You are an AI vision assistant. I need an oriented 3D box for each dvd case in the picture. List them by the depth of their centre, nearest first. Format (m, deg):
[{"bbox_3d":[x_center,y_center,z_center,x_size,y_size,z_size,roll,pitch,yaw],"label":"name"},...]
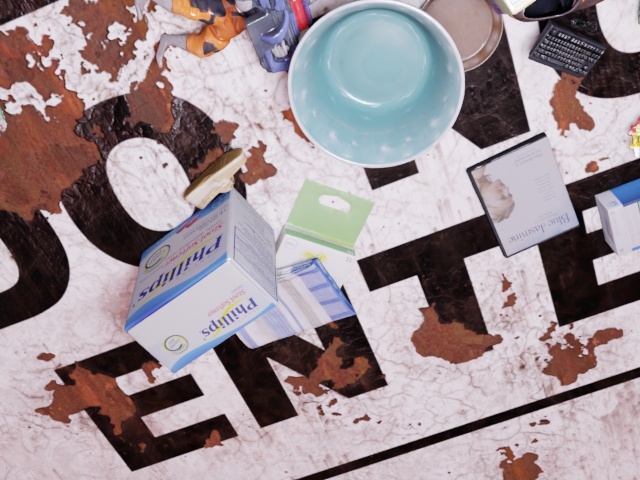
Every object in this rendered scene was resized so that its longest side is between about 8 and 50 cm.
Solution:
[{"bbox_3d":[0.445,-0.092,1.589,0.180,0.022,0.253,-26,120,10],"label":"dvd case"}]

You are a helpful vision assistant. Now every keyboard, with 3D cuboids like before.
[{"bbox_3d":[0.480,-0.372,1.385,0.180,0.023,0.108,5,125,-38],"label":"keyboard"}]

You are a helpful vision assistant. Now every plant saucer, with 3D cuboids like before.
[{"bbox_3d":[0.261,-0.405,1.384,0.168,0.029,0.168,-2,121,-3],"label":"plant saucer"}]

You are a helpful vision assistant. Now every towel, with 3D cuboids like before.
[{"bbox_3d":[-0.089,0.149,1.637,0.285,0.034,0.209,-19,130,18],"label":"towel"}]

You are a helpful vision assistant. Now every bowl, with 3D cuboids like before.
[{"bbox_3d":[0.103,-0.308,1.334,0.311,0.163,0.312,3,124,5],"label":"bowl"}]

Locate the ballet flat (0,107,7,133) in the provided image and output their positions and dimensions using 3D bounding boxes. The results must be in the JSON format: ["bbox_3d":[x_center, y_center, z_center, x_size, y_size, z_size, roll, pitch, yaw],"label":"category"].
[{"bbox_3d":[-0.720,-0.240,1.379,0.241,0.091,0.077,1,90,-10],"label":"ballet flat"}]

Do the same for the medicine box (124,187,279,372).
[{"bbox_3d":[-0.234,0.074,1.472,0.263,0.289,0.149,-34,118,15],"label":"medicine box"}]

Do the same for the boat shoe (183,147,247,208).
[{"bbox_3d":[-0.206,-0.125,1.494,0.170,0.063,0.059,-34,121,25],"label":"boat shoe"}]

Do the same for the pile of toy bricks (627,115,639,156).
[{"bbox_3d":[0.742,-0.237,1.497,0.212,0.118,0.105,-7,94,17],"label":"pile of toy bricks"}]

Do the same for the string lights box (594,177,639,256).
[{"bbox_3d":[0.752,-0.078,1.592,0.259,0.077,0.133,-21,121,8],"label":"string lights box"}]

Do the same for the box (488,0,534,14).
[{"bbox_3d":[0.284,-0.503,1.186,0.117,0.213,0.243,-34,100,15],"label":"box"}]

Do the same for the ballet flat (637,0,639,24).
[{"bbox_3d":[0.641,-0.496,1.352,0.070,0.070,0.188,27,113,-19],"label":"ballet flat"}]

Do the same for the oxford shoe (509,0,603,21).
[{"bbox_3d":[0.480,-0.459,1.330,0.271,0.098,0.097,-20,120,7],"label":"oxford shoe"}]

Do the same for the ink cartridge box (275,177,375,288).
[{"bbox_3d":[0.000,0.000,1.588,0.171,0.056,0.235,18,119,-14],"label":"ink cartridge box"}]

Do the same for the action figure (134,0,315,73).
[{"bbox_3d":[-0.149,-0.430,1.243,0.330,0.179,0.341,-13,155,-4],"label":"action figure"}]
